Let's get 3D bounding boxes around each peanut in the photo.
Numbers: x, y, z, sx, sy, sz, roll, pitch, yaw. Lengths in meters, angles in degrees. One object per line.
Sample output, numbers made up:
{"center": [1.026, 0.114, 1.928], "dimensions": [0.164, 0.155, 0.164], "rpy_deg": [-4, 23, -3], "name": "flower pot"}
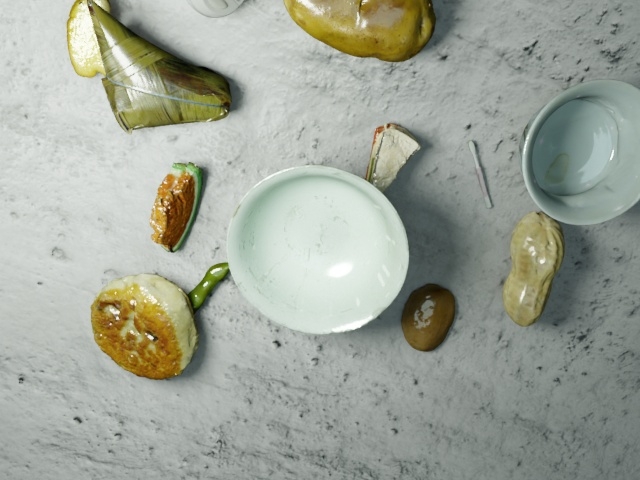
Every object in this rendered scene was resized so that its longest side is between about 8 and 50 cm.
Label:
{"center": [0.567, 0.081, 1.464], "dimensions": [0.149, 0.149, 0.313], "rpy_deg": [8, 107, -6], "name": "peanut"}

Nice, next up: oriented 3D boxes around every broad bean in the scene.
{"center": [-0.326, 0.146, 1.473], "dimensions": [0.256, 0.053, 0.052], "rpy_deg": [-49, 62, 9], "name": "broad bean"}

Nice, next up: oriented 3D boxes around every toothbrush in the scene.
{"center": [0.419, -0.173, 1.440], "dimensions": [0.014, 0.017, 0.194], "rpy_deg": [-22, 107, 2], "name": "toothbrush"}

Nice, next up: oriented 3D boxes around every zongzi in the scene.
{"center": [-0.358, -0.400, 1.222], "dimensions": [0.286, 0.138, 0.300], "rpy_deg": [-8, 129, -3], "name": "zongzi"}

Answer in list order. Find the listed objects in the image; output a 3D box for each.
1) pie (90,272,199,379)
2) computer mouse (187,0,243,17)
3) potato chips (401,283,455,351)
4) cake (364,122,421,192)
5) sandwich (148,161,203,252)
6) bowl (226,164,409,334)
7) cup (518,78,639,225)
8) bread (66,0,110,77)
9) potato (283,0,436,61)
{"center": [-0.471, 0.232, 1.445], "dimensions": [0.315, 0.092, 0.315], "rpy_deg": [4, 111, 11], "name": "pie"}
{"center": [-0.190, -0.629, 1.188], "dimensions": [0.121, 0.184, 0.297], "rpy_deg": [46, 102, 25], "name": "computer mouse"}
{"center": [0.308, 0.223, 1.540], "dimensions": [0.150, 0.049, 0.202], "rpy_deg": [15, 100, -14], "name": "potato chips"}
{"center": [0.144, -0.196, 1.378], "dimensions": [0.116, 0.086, 0.220], "rpy_deg": [40, 101, -15], "name": "cake"}
{"center": [-0.374, -0.074, 1.358], "dimensions": [0.079, 0.159, 0.235], "rpy_deg": [25, 127, 10], "name": "sandwich"}
{"center": [0.000, 0.000, 1.358], "dimensions": [0.434, 0.196, 0.435], "rpy_deg": [2, 113, 5], "name": "bowl"}
{"center": [0.641, -0.224, 1.364], "dimensions": [0.347, 0.163, 0.347], "rpy_deg": [-1, 107, -4], "name": "cup"}
{"center": [-0.502, -0.469, 1.264], "dimensions": [0.149, 0.065, 0.188], "rpy_deg": [3, 115, -13], "name": "bread"}
{"center": [0.089, -0.528, 1.237], "dimensions": [0.369, 0.176, 0.195], "rpy_deg": [11, 147, -8], "name": "potato"}
